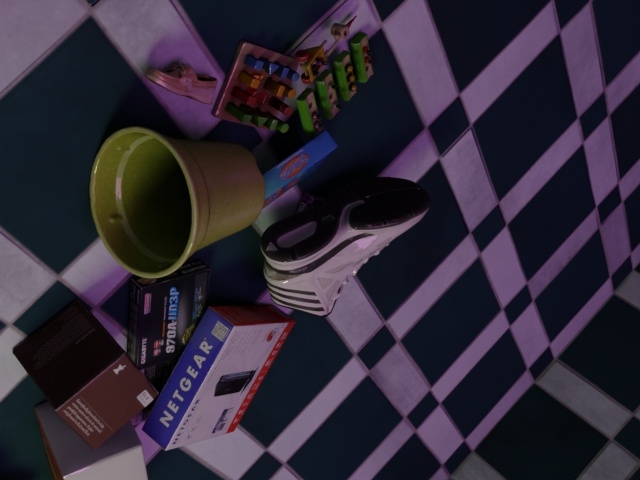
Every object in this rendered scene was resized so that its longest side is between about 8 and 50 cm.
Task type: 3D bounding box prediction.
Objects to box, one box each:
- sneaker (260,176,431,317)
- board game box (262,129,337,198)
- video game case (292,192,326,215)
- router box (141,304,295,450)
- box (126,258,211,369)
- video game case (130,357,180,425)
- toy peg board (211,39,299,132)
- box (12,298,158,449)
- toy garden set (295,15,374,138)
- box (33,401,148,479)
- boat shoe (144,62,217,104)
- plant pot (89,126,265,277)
[{"bbox_3d":[0.056,0.021,2.077,0.447,0.169,0.258,-23,141,-24],"label":"sneaker"},{"bbox_3d":[-0.073,-0.139,1.877,0.210,0.047,0.160,-37,179,-18],"label":"board game box"},{"bbox_3d":[0.000,0.000,2.135,0.232,0.042,0.210,11,111,-49],"label":"video game case"},{"bbox_3d":[-0.231,0.312,2.049,0.336,0.082,0.301,-61,157,11],"label":"router box"},{"bbox_3d":[-0.332,0.161,1.910,0.175,0.051,0.220,-15,127,-38],"label":"box"},{"bbox_3d":[-0.402,0.338,2.003,0.173,0.022,0.191,-17,129,-37],"label":"video game case"},{"bbox_3d":[-0.110,-0.297,1.761,0.161,0.079,0.161,6,114,-48],"label":"toy peg board"},{"bbox_3d":[-0.465,0.262,1.732,0.167,0.203,0.168,-40,140,-16],"label":"box"},{"bbox_3d":[0.039,-0.359,1.837,0.244,0.049,0.204,-50,147,-27],"label":"toy garden set"},{"bbox_3d":[-0.479,0.513,1.887,0.168,0.215,0.345,-18,131,-24],"label":"box"},{"bbox_3d":[-0.256,-0.302,1.627,0.170,0.063,0.059,8,111,-59],"label":"boat shoe"},{"bbox_3d":[-0.250,-0.087,1.663,0.254,0.276,0.276,-16,130,-53],"label":"plant pot"}]
